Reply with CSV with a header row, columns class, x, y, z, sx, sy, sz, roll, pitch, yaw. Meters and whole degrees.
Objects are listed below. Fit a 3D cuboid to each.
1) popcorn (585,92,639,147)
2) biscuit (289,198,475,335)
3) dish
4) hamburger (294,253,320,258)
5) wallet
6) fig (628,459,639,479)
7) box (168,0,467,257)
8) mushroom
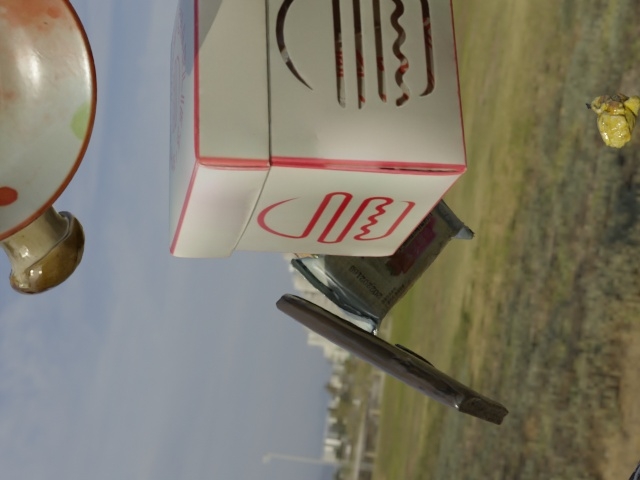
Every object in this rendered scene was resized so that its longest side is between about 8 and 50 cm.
class,x,y,z,sx,sy,sz,roll,pitch,yaw
popcorn,0.418,-0.179,1.637,0.084,0.084,0.084,8,-90,-88
biscuit,0.097,0.007,1.720,0.309,0.186,0.079,-44,3,-32
dish,-0.320,-0.123,0.942,0.085,0.260,0.260,20,107,47
hamburger,0.005,0.005,1.864,0.087,0.176,0.102,-45,30,-11
wallet,0.094,0.155,1.478,0.165,0.309,0.042,29,-93,-55
fig,0.443,0.233,1.219,0.286,0.286,0.369,93,180,-65
box,-0.022,-0.167,1.347,0.312,0.300,0.314,124,146,-67
mushroom,-0.374,-0.082,1.166,0.350,0.128,0.128,51,-150,-30
